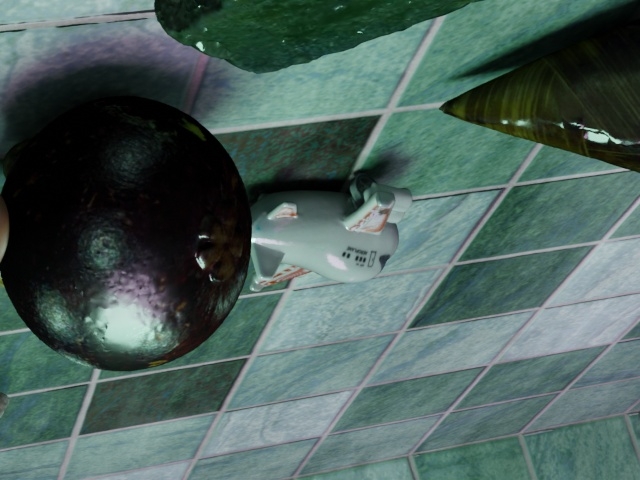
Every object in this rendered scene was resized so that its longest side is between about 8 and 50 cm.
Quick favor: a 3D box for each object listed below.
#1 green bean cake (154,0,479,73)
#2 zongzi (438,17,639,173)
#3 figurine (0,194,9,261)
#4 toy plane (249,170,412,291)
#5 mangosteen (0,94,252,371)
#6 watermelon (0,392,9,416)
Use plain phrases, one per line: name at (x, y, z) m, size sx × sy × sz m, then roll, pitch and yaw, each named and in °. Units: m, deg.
green bean cake at (-0.017, -0.261, 1.232) m, size 0.300 × 0.169 × 0.308 m, roll -14°, pitch 167°, yaw 30°
zongzi at (0.402, -0.155, 1.897) m, size 0.432 × 0.208 × 0.403 m, roll -4°, pitch 177°, yaw 25°
figurine at (-0.432, -0.018, 1.539) m, size 0.276 × 0.248 × 0.388 m, roll 15°, pitch 148°, yaw -10°
toy plane at (-0.001, -0.004, 2.011) m, size 0.252 × 0.118 × 0.252 m, roll -15°, pitch 161°, yaw -5°
mangosteen at (-0.210, -0.009, 1.657) m, size 0.288 × 0.288 × 0.288 m, roll -14°, pitch 158°, yaw -6°
watermelon at (-0.433, 0.178, 1.500) m, size 0.231 × 0.310 × 0.193 m, roll -38°, pitch 133°, yaw 15°
